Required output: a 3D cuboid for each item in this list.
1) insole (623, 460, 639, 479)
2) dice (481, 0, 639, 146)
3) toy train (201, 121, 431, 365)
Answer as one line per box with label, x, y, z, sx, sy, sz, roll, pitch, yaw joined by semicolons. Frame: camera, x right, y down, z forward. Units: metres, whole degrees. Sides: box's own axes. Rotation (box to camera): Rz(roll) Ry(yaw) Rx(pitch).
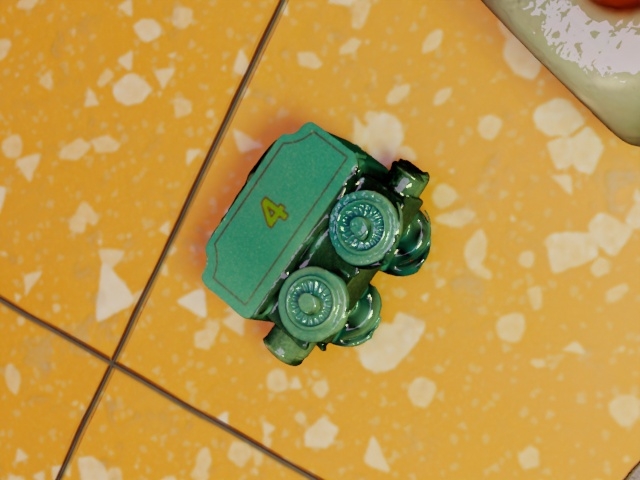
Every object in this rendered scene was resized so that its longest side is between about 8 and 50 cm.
insole;0.328;0.182;1.263;0.119;0.009;0.348;42;100;16
dice;0.244;-0.196;1.213;0.193;0.192;0.194;-47;74;12
toy train;0.000;0.000;1.332;0.154;0.107;0.198;38;99;23
